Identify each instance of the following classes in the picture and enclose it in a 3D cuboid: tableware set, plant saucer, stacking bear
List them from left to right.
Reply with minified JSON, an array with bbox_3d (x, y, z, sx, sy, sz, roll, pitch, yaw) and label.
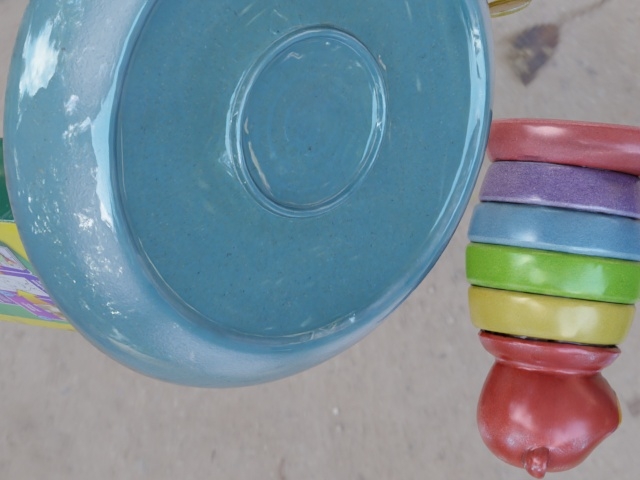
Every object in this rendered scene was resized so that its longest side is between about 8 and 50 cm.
[{"bbox_3d":[-0.014,-0.066,0.755,0.317,0.044,0.317,-14,113,-36],"label":"plant saucer"},{"bbox_3d":[0.171,-0.214,1.190,0.154,0.104,0.024,-5,114,27],"label":"tableware set"},{"bbox_3d":[0.199,0.051,1.189,0.164,0.175,0.289,6,89,-8],"label":"stacking bear"}]

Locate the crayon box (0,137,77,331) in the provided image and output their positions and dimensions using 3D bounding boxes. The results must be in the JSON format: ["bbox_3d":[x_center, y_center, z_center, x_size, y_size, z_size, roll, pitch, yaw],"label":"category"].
[{"bbox_3d":[-0.358,-0.003,1.610,0.313,0.363,0.106,7,69,25],"label":"crayon box"}]
